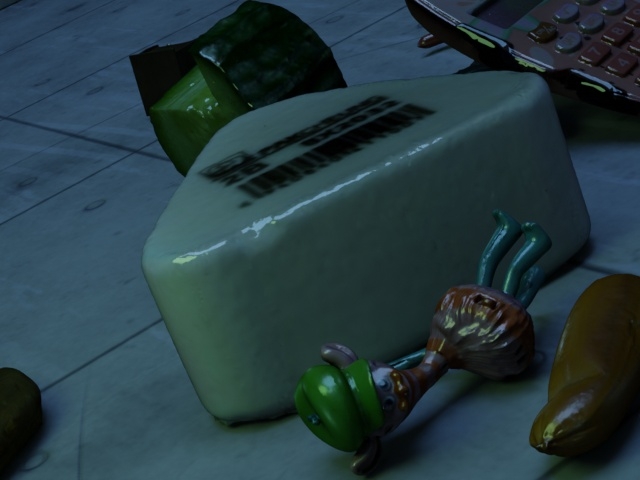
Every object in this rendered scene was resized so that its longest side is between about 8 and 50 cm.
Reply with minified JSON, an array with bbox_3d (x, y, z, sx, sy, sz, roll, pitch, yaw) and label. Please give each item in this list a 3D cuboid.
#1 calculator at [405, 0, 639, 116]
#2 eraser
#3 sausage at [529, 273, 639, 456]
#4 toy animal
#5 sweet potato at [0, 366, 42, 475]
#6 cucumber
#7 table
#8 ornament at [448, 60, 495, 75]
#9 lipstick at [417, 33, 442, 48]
[{"bbox_3d":[0.254,-0.193,1.295,0.329,0.048,0.220,26,44,28],"label":"calculator"},{"bbox_3d":[0.000,0.000,1.071,0.331,0.150,0.331,-19,23,9],"label":"eraser"},{"bbox_3d":[0.172,0.076,0.862,0.062,0.054,0.183,-46,6,37],"label":"sausage"},{"bbox_3d":[0.075,0.068,0.932,0.208,0.100,0.103,-41,5,-22],"label":"toy animal"},{"bbox_3d":[-0.267,0.152,1.083,0.081,0.062,0.233,-14,20,21],"label":"sweet potato"},{"bbox_3d":[-0.069,-0.126,1.417,0.191,0.191,0.130,1,29,44],"label":"cucumber"},{"bbox_3d":[-0.193,-0.220,1.859,0.070,0.083,0.082,-6,19,27],"label":"table"},{"bbox_3d":[0.193,-0.161,1.364,0.236,0.080,0.202,-34,25,-31],"label":"ornament"},{"bbox_3d":[0.175,-0.254,1.662,0.129,0.030,0.030,-19,22,3],"label":"lipstick"}]
